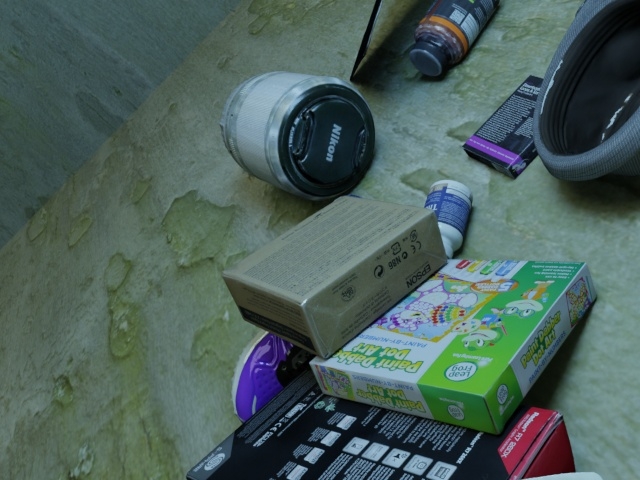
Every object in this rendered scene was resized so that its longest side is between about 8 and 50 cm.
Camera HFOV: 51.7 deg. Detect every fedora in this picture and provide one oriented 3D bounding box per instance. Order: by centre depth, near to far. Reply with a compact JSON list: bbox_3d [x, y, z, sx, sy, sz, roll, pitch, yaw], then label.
[{"bbox_3d":[0.389,-0.189,0.814,0.275,0.124,0.244,-69,20,6],"label":"fedora"}]

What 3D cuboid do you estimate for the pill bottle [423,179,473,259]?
[{"bbox_3d":[0.178,-0.023,0.960,0.067,0.067,0.120,-10,49,42],"label":"pill bottle"}]

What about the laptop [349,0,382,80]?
[{"bbox_3d":[0.231,-0.501,1.279,0.408,0.236,0.382,-16,8,1],"label":"laptop"}]

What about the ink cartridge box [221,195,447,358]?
[{"bbox_3d":[0.019,0.036,0.885,0.235,0.088,0.193,-34,27,-27],"label":"ink cartridge box"}]

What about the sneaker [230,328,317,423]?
[{"bbox_3d":[-0.010,0.154,0.953,0.146,0.102,0.293,19,71,53],"label":"sneaker"}]

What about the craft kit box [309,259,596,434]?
[{"bbox_3d":[0.154,0.106,0.782,0.250,0.060,0.247,-1,32,47],"label":"craft kit box"}]

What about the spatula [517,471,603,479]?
[{"bbox_3d":[0.274,0.264,0.505,0.242,0.019,0.168,-8,58,14],"label":"spatula"}]

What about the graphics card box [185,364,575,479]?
[{"bbox_3d":[0.051,0.255,0.716,0.371,0.094,0.233,0,28,46],"label":"graphics card box"}]

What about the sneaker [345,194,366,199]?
[{"bbox_3d":[0.000,0.000,1.136,0.221,0.083,0.087,-35,22,9],"label":"sneaker"}]

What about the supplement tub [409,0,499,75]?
[{"bbox_3d":[0.246,-0.405,1.240,0.106,0.106,0.197,18,69,53],"label":"supplement tub"}]

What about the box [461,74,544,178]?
[{"bbox_3d":[0.310,-0.177,1.009,0.162,0.029,0.116,-47,35,2],"label":"box"}]

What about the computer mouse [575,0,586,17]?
[{"bbox_3d":[0.494,-0.384,0.937,0.188,0.072,0.272,-43,23,1],"label":"computer mouse"}]

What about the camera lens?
[{"bbox_3d":[-0.046,-0.204,1.252,0.219,0.219,0.274,-52,34,-7],"label":"camera lens"}]
